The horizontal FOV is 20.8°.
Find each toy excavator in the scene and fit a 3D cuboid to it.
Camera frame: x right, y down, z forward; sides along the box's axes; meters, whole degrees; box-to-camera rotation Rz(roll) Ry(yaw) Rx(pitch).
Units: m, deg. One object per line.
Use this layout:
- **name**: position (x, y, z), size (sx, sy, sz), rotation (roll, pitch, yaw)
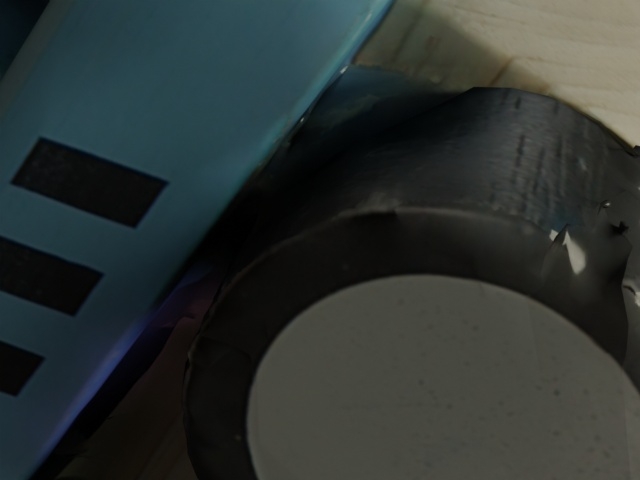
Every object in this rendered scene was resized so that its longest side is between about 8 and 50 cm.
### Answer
- **toy excavator**: position (-0.085, -0.112, 0.398), size (0.445, 0.433, 0.222), rotation (35, 34, -5)
